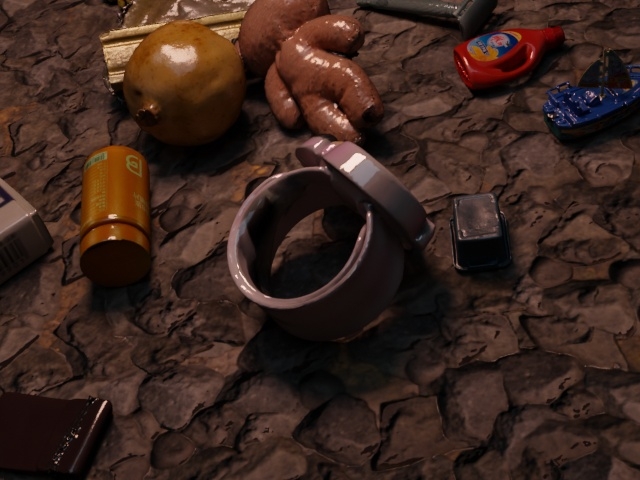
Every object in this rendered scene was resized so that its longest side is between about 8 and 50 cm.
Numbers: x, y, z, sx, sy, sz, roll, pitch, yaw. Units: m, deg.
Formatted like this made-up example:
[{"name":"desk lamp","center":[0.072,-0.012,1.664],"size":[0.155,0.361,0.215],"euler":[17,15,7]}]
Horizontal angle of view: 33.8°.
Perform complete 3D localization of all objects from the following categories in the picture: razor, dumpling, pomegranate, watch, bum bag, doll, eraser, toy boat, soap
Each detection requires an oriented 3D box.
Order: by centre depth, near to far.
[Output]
[{"name":"bum bag","center":[-0.337,0.231,1.267],"size":[0.159,0.026,0.109],"euler":[3,50,17]},{"name":"watch","center":[0.000,0.000,1.321],"size":[0.231,0.196,0.244],"euler":[-51,52,-3]},{"name":"toy boat","center":[0.389,-0.213,1.434],"size":[0.175,0.110,0.091],"euler":[-21,47,-8]},{"name":"eraser","center":[-0.521,0.035,1.455],"size":[0.279,0.081,0.124],"euler":[-38,50,-20]},{"name":"pomegranate","center":[-0.205,-0.225,1.552],"size":[0.196,0.196,0.196],"euler":[-7,47,8]},{"name":"doll","center":[0.002,-0.254,1.569],"size":[0.201,0.156,0.303],"euler":[-47,66,23]},{"name":"soap","center":[-0.217,-0.303,1.667],"size":[0.252,0.037,0.092],"euler":[-11,78,-8]},{"name":"razor","center":[0.158,-0.374,1.685],"size":[0.232,0.068,0.106],"euler":[17,53,35]},{"name":"dumpling","center":[-0.238,-0.353,1.740],"size":[0.332,0.086,0.166],"euler":[-36,82,-19]}]

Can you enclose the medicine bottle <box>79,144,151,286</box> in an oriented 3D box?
[{"name":"medicine bottle","center":[-0.282,-0.037,1.451],"size":[0.096,0.096,0.192],"euler":[-13,46,2]}]

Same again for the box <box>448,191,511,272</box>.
[{"name":"box","center":[0.200,-0.014,1.336],"size":[0.074,0.054,0.099],"euler":[-8,47,9]}]

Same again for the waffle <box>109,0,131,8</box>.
[{"name":"waffle","center":[-0.321,-0.480,1.905],"size":[0.160,0.046,0.192],"euler":[-41,51,-20]}]

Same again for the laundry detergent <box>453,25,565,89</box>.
[{"name":"laundry detergent","center":[0.286,-0.277,1.561],"size":[0.165,0.049,0.097],"euler":[-18,53,-4]}]
